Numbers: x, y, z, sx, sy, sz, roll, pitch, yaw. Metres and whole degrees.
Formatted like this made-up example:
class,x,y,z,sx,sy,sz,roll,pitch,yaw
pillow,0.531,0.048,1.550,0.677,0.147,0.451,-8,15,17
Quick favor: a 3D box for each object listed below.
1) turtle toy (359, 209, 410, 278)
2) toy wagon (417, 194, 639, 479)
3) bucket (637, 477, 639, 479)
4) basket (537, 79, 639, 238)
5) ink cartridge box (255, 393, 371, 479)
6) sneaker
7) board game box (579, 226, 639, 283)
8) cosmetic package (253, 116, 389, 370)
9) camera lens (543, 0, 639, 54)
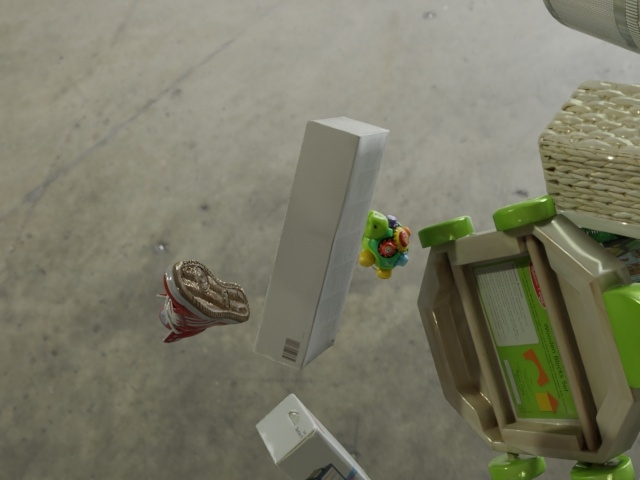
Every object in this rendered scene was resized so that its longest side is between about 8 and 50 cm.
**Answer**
class,x,y,z,sx,sy,sz,roll,pitch,yaw
turtle toy,0.097,-0.003,1.441,0.066,0.130,0.095,-14,57,34
toy wagon,0.212,0.094,0.846,0.068,0.267,0.344,-17,1,-30
bucket,0.441,0.366,1.023,0.281,0.281,0.183,25,62,37
basket,0.299,-0.076,0.857,0.167,0.103,0.113,17,55,41
ink cartridge box,0.003,0.373,1.527,0.093,0.212,0.154,-40,22,-5
sneaker,-0.104,0.047,0.689,0.067,0.118,0.042,-15,71,15
board game box,0.370,0.027,1.146,0.136,0.259,0.030,-12,69,22
cosmetic package,0.000,0.000,0.924,0.060,0.099,0.239,19,105,19
camera lens,0.418,-0.339,1.134,0.219,0.219,0.274,-37,39,-9
